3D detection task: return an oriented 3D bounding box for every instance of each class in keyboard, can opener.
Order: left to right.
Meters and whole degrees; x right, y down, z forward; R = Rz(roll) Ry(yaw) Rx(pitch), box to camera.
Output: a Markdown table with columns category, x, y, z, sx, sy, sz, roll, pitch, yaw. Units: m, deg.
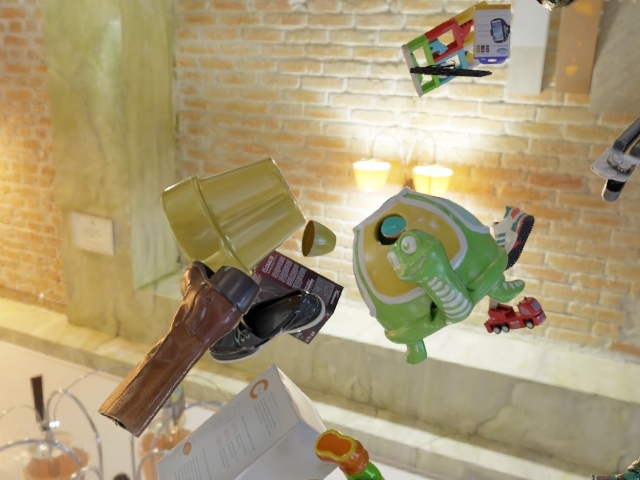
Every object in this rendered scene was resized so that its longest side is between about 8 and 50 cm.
| category | x | y | z | sx | sy | sz | roll | pitch | yaw |
| --- | --- | --- | --- | --- | --- | --- | --- | --- | --- |
| keyboard | 0.313 | -0.422 | 1.464 | 0.192 | 0.038 | 0.100 | 13 | -154 | 32 |
| can opener | 0.660 | -0.185 | 1.301 | 0.074 | 0.093 | 0.280 | 31 | -128 | 26 |

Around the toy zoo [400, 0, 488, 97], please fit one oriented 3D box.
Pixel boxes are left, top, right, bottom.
| category | x | y | z | sx | sy | sz | roll | pitch | yaw |
| --- | --- | --- | --- | --- | --- | --- | --- | --- | --- |
| toy zoo | 0.379 | -0.535 | 1.663 | 0.293 | 0.192 | 0.030 | -28 | -124 | 7 |

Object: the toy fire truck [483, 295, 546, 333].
| category | x | y | z | sx | sy | sz | roll | pitch | yaw |
| --- | --- | --- | --- | --- | --- | --- | --- | --- | --- |
| toy fire truck | 0.409 | 0.144 | 1.390 | 0.047 | 0.135 | 0.192 | -28 | -176 | -42 |

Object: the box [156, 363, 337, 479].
| category | x | y | z | sx | sy | sz | roll | pitch | yaw |
| --- | --- | --- | --- | --- | --- | --- | --- | --- | --- |
| box | -0.158 | 0.476 | 1.293 | 0.345 | 0.168 | 0.215 | -40 | -151 | -1 |

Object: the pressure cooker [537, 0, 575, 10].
| category | x | y | z | sx | sy | sz | roll | pitch | yaw |
| --- | --- | --- | --- | --- | --- | --- | --- | --- | --- |
| pressure cooker | 0.407 | -0.610 | 0.869 | 0.370 | 0.420 | 0.375 | -33 | -175 | -42 |

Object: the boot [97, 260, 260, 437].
| category | x | y | z | sx | sy | sz | roll | pitch | yaw |
| --- | --- | --- | --- | --- | --- | --- | --- | --- | --- |
| boot | -0.236 | 0.169 | 0.955 | 0.280 | 0.096 | 0.264 | -53 | -152 | -20 |

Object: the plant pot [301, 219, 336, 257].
| category | x | y | z | sx | sy | sz | roll | pitch | yaw |
| --- | --- | --- | --- | --- | --- | --- | --- | --- | --- |
| plant pot | 0.000 | 0.000 | 2.104 | 0.095 | 0.134 | 0.134 | 10 | -167 | -20 |

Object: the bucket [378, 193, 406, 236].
| category | x | y | z | sx | sy | sz | roll | pitch | yaw |
| --- | --- | --- | --- | --- | --- | --- | --- | --- | --- |
| bucket | 0.320 | -0.025 | 2.115 | 0.183 | 0.281 | 0.281 | 19 | -177 | -38 |

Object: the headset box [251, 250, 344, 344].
| category | x | y | z | sx | sy | sz | roll | pitch | yaw |
| --- | --- | --- | --- | --- | --- | --- | --- | --- | --- |
| headset box | -0.110 | 0.163 | 1.819 | 0.293 | 0.218 | 0.110 | 29 | -132 | -5 |

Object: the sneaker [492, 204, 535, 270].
| category | x | y | z | sx | sy | sz | roll | pitch | yaw |
| --- | --- | --- | --- | --- | --- | --- | --- | --- | --- |
| sneaker | 0.412 | -0.004 | 1.340 | 0.057 | 0.161 | 0.075 | -9 | -141 | -35 |

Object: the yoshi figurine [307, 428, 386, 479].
| category | x | y | z | sx | sy | sz | roll | pitch | yaw |
| --- | --- | --- | --- | --- | --- | --- | --- | --- | --- |
| yoshi figurine | 0.081 | 0.528 | 1.152 | 0.203 | 0.362 | 0.203 | -36 | -153 | 1 |

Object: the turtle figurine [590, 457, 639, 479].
| category | x | y | z | sx | sy | sz | roll | pitch | yaw |
| --- | --- | --- | --- | --- | --- | --- | --- | --- | --- |
| turtle figurine | 0.761 | 0.563 | 1.395 | 0.234 | 0.175 | 0.118 | -10 | -129 | 14 |

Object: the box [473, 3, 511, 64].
| category | x | y | z | sx | sy | sz | roll | pitch | yaw |
| --- | --- | --- | --- | --- | --- | --- | --- | --- | --- |
| box | 0.393 | -0.471 | 1.382 | 0.081 | 0.136 | 0.028 | 1 | -177 | 5 |

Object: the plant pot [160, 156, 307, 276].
| category | x | y | z | sx | sy | sz | roll | pitch | yaw |
| --- | --- | --- | --- | --- | --- | --- | --- | --- | --- |
| plant pot | -0.170 | -0.053 | 1.280 | 0.239 | 0.254 | 0.254 | -30 | -162 | 1 |

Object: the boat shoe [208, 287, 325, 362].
| category | x | y | z | sx | sy | sz | roll | pitch | yaw |
| --- | --- | --- | --- | --- | --- | --- | --- | --- | --- |
| boat shoe | -0.160 | 0.215 | 1.570 | 0.340 | 0.113 | 0.127 | -20 | -125 | 13 |

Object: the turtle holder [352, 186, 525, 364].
| category | x | y | z | sx | sy | sz | roll | pitch | yaw |
| --- | --- | --- | --- | --- | --- | --- | --- | --- | --- |
| turtle holder | 0.149 | 0.046 | 0.942 | 0.243 | 0.227 | 0.320 | -37 | 179 | 35 |
